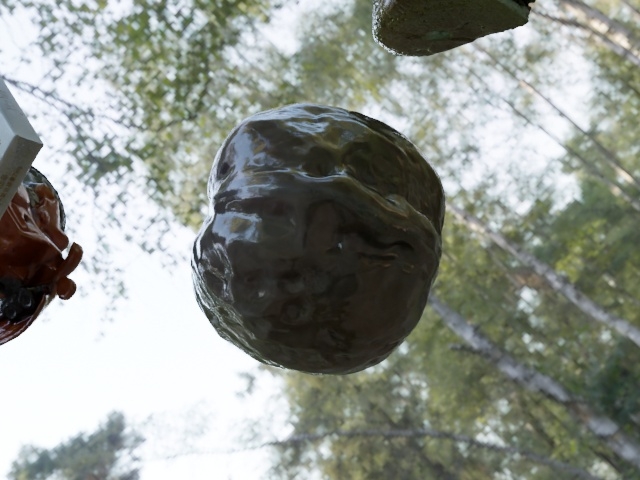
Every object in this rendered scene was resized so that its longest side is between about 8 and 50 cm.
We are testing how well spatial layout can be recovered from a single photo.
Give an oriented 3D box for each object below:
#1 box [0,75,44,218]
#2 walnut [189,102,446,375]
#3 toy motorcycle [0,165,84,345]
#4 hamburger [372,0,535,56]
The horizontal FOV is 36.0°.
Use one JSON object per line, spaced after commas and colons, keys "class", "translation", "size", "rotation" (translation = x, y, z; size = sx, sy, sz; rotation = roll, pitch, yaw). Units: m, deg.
{"class": "box", "translation": [-0.232, -0.018, 0.609], "size": [0.024, 0.090, 0.167], "rotation": [17, -66, -47]}
{"class": "walnut", "translation": [0.000, -0.001, 0.897], "size": [0.248, 0.248, 0.248], "rotation": [-38, -21, -17]}
{"class": "toy motorcycle", "translation": [-0.339, -0.019, 0.894], "size": [0.147, 0.221, 0.325], "rotation": [-26, -29, 20]}
{"class": "hamburger", "translation": [0.163, -0.365, 1.290], "size": [0.288, 0.168, 0.192], "rotation": [-13, -23, 37]}
